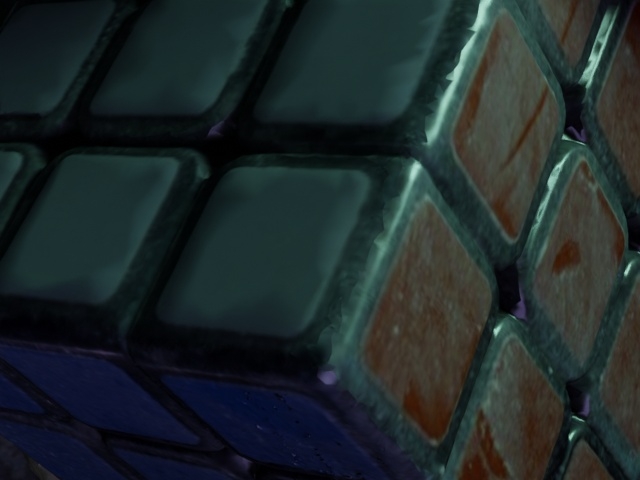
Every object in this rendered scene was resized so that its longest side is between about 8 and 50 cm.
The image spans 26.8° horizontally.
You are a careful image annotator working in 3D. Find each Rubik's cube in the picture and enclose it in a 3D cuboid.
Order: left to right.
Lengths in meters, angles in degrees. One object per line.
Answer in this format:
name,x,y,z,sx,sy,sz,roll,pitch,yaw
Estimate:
Rubik's cube,0.000,0.000,0.702,0.305,0.301,0.303,54,52,-43

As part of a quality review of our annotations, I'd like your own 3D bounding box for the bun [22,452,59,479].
bun,-0.120,0.093,0.921,0.220,0.134,0.220,-21,119,-45
